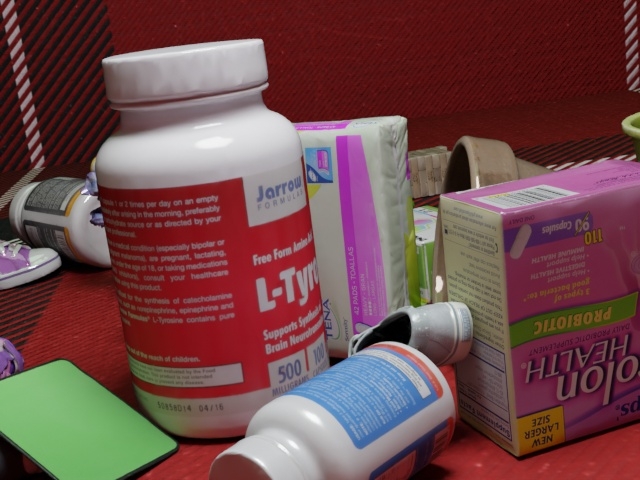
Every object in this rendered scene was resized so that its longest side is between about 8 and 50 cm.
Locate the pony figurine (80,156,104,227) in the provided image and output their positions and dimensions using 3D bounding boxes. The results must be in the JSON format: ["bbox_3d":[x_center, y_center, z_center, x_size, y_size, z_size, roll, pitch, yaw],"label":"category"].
[{"bbox_3d":[-0.205,-0.035,1.534,0.363,0.303,0.351,20,3,37],"label":"pony figurine"}]

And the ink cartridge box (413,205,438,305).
[{"bbox_3d":[0.106,0.032,1.454,0.255,0.097,0.189,-13,16,-25],"label":"ink cartridge box"}]

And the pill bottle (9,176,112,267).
[{"bbox_3d":[-0.472,-0.040,1.879,0.162,0.162,0.278,-20,19,-41],"label":"pill bottle"}]

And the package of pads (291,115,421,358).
[{"bbox_3d":[0.000,0.000,1.221,0.229,0.296,0.101,1,13,30],"label":"package of pads"}]

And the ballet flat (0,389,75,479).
[{"bbox_3d":[-0.290,0.202,1.040,0.074,0.074,0.203,-4,12,13],"label":"ballet flat"}]

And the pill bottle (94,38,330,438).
[{"bbox_3d":[-0.122,-0.009,1.089,0.229,0.407,0.229,-7,15,2],"label":"pill bottle"}]

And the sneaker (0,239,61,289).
[{"bbox_3d":[-0.619,0.009,1.766,0.282,0.161,0.102,-8,13,-8],"label":"sneaker"}]

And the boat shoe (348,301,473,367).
[{"bbox_3d":[0.070,0.112,1.017,0.081,0.079,0.227,5,-23,-22],"label":"boat shoe"}]

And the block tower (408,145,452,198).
[{"bbox_3d":[0.130,-0.127,2.077,0.335,0.091,0.097,-12,16,-18],"label":"block tower"}]

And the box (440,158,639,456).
[{"bbox_3d":[0.248,0.060,0.979,0.213,0.243,0.117,-11,15,-20],"label":"box"}]

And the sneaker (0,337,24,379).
[{"bbox_3d":[-0.415,0.164,1.213,0.104,0.095,0.236,-6,11,-27],"label":"sneaker"}]

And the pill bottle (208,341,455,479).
[{"bbox_3d":[0.011,0.180,0.862,0.124,0.124,0.221,5,18,40],"label":"pill bottle"}]

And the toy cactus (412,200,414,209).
[{"bbox_3d":[0.096,-0.009,1.666,0.180,0.112,0.219,-38,32,-29],"label":"toy cactus"}]

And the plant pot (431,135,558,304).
[{"bbox_3d":[0.268,0.010,1.191,0.229,0.263,0.263,4,14,-1],"label":"plant pot"}]

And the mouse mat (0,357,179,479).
[{"bbox_3d":[-0.257,0.188,1.014,0.190,0.007,0.152,30,24,25],"label":"mouse mat"}]

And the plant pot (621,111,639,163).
[{"bbox_3d":[0.510,-0.027,1.173,0.276,0.254,0.276,-7,15,2],"label":"plant pot"}]
